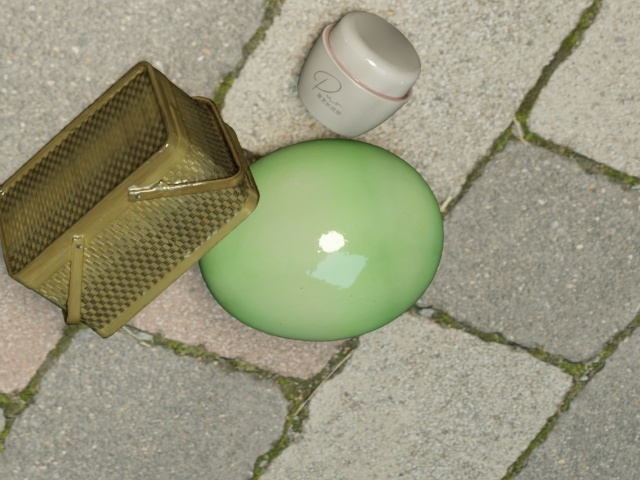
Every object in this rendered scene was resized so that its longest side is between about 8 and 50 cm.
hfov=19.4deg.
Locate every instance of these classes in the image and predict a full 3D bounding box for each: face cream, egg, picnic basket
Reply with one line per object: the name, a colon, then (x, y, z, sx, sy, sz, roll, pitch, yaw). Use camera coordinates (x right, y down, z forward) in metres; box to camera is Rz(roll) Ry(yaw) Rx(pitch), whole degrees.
face cream: (0.040, -0.176, 1.985, 0.117, 0.117, 0.104, 22, 124, -30)
egg: (0.000, 0.000, 2.042, 0.269, 0.220, 0.220, -7, 129, 1)
picnic basket: (-0.206, -0.043, 1.981, 0.266, 0.165, 0.139, -40, 129, 15)
